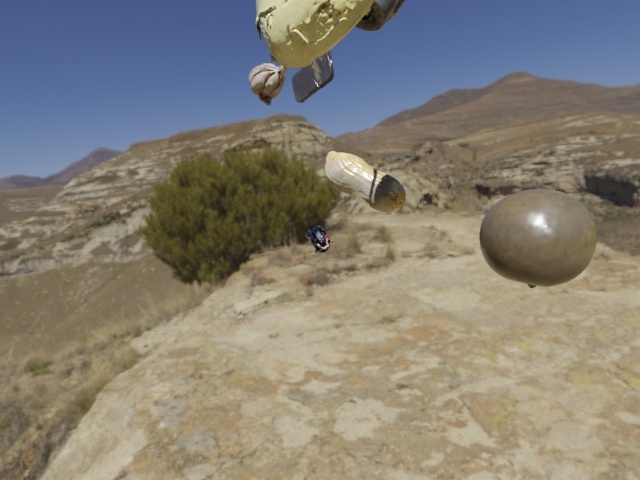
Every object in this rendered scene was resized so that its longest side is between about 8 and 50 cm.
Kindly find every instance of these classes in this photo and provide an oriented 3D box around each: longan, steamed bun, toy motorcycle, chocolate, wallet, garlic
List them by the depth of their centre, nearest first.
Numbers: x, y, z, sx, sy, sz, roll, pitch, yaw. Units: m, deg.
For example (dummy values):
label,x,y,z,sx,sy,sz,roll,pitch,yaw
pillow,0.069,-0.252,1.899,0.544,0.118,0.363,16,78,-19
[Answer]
label,x,y,z,sx,sy,sz,roll,pitch,yaw
steamed bun,-0.015,-0.459,0.873,0.273,0.166,0.231,-34,35,29
wallet,-0.020,-0.407,1.191,0.018,0.082,0.157,-6,-7,-37
longan,0.585,-0.004,1.314,0.298,0.296,0.297,-7,7,1
chocolate,0.142,-0.194,1.603,0.309,0.134,0.134,35,21,14
garlic,-0.175,-0.581,1.691,0.194,0.127,0.131,-33,26,47
toy motorcycle,0.000,0.000,1.869,0.084,0.118,0.212,-33,9,-4

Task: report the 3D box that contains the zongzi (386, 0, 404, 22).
label,x,y,z,sx,sy,sz,roll,pitch,yaw
zongzi,0.262,-1.046,2.021,0.205,0.204,0.094,33,0,11

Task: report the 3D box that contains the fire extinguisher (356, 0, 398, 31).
label,x,y,z,sx,sy,sz,roll,pitch,yaw
fire extinguisher,0.156,-0.668,1.072,0.200,0.375,0.113,37,-15,-21
